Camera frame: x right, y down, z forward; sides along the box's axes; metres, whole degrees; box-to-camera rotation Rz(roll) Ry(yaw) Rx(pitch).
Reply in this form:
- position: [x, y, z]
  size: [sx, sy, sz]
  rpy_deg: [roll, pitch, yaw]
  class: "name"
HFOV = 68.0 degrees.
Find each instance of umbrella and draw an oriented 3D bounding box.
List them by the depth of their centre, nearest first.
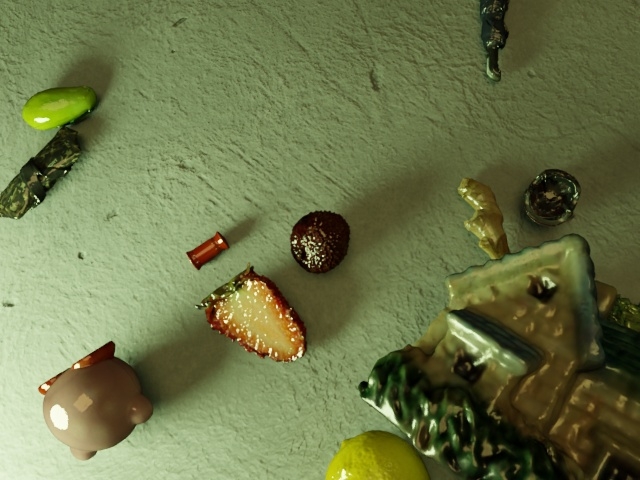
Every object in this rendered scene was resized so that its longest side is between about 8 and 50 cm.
- position: [0.387, -0.474, 1.057]
  size: [0.070, 0.071, 0.249]
  rpy_deg: [7, 76, 5]
  class: "umbrella"

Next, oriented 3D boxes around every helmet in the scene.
- position: [0.458, -0.079, 0.954]
  size: [0.098, 0.070, 0.123]
  rpy_deg: [31, 87, 16]
  class: "helmet"

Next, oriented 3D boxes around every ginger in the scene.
- position: [0.336, 0.002, 0.942]
  size: [0.089, 0.075, 0.289]
  rpy_deg: [-1, 70, -20]
  class: "ginger"

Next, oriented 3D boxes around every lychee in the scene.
- position: [0.002, -0.001, 0.940]
  size: [0.129, 0.123, 0.123]
  rpy_deg: [-31, 76, -13]
  class: "lychee"

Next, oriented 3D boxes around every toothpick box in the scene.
- position: [-0.232, 0.020, 0.984]
  size: [0.083, 0.047, 0.047]
  rpy_deg: [-35, 77, -6]
  class: "toothpick box"

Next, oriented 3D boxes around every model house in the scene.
- position: [0.366, 0.215, 0.656]
  size: [0.445, 0.395, 0.400]
  rpy_deg: [32, 79, 40]
  class: "model house"

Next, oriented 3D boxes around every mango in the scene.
- position: [-0.590, -0.306, 1.070]
  size: [0.165, 0.074, 0.091]
  rpy_deg: [-26, 74, -3]
  class: "mango"

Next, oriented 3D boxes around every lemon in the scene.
- position: [0.102, 0.423, 0.798]
  size: [0.178, 0.178, 0.203]
  rpy_deg: [-37, 72, -6]
  class: "lemon"

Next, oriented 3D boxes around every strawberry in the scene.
- position: [-0.125, 0.152, 0.938]
  size: [0.167, 0.087, 0.208]
  rpy_deg: [-32, 102, 15]
  class: "strawberry"

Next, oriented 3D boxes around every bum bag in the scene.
- position: [-0.610, -0.143, 1.034]
  size: [0.102, 0.069, 0.248]
  rpy_deg: [26, 78, 46]
  class: "bum bag"

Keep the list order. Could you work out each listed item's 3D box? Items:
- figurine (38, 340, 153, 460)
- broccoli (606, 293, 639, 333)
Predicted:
- position: [-0.408, 0.297, 0.866]
  size: [0.173, 0.173, 0.174]
  rpy_deg: [-1, 76, 3]
  class: "figurine"
- position: [0.605, 0.199, 0.827]
  size: [0.197, 0.176, 0.227]
  rpy_deg: [-21, 91, -5]
  class: "broccoli"
